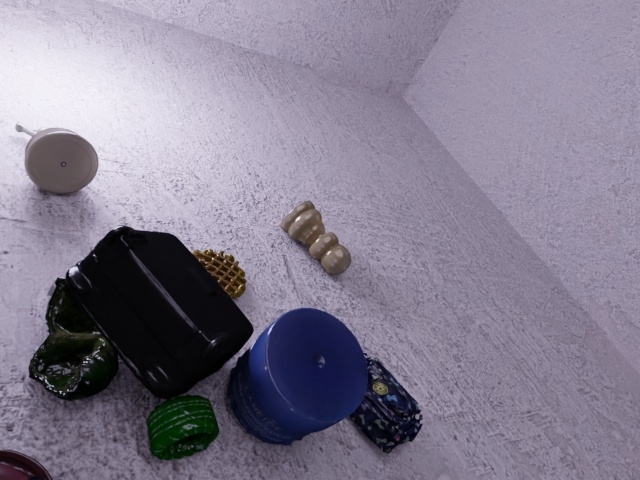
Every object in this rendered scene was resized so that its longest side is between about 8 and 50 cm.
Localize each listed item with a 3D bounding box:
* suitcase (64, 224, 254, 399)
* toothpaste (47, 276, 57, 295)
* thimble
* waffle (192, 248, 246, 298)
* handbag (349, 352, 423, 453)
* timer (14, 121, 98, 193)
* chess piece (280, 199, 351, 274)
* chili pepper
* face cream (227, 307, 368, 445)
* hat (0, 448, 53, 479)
[{"bbox_3d":[-0.321,0.136,1.007,0.345,0.188,0.339,47,6,5],"label":"suitcase"},{"bbox_3d":[-0.515,0.144,1.067,0.194,0.045,0.071,26,43,-19],"label":"toothpaste"},{"bbox_3d":[-0.267,0.366,0.920,0.130,0.118,0.090,33,19,-50],"label":"thimble"},{"bbox_3d":[-0.291,0.093,1.297,0.191,0.038,0.191,20,36,-15],"label":"waffle"},{"bbox_3d":[0.142,0.399,1.193,0.260,0.113,0.162,44,29,28],"label":"handbag"},{"bbox_3d":[-0.750,-0.264,1.316,0.175,0.175,0.266,-3,32,-40],"label":"timer"},{"bbox_3d":[0.000,0.000,1.560,0.261,0.142,0.143,46,37,13],"label":"chess piece"},{"bbox_3d":[-0.491,0.215,0.951,0.148,0.116,0.264,24,32,-40],"label":"chili pepper"},{"bbox_3d":[-0.055,0.305,1.034,0.249,0.225,0.248,18,48,-22],"label":"face cream"},{"bbox_3d":[-0.513,0.407,0.706,0.206,0.089,0.205,21,36,-16],"label":"hat"}]
